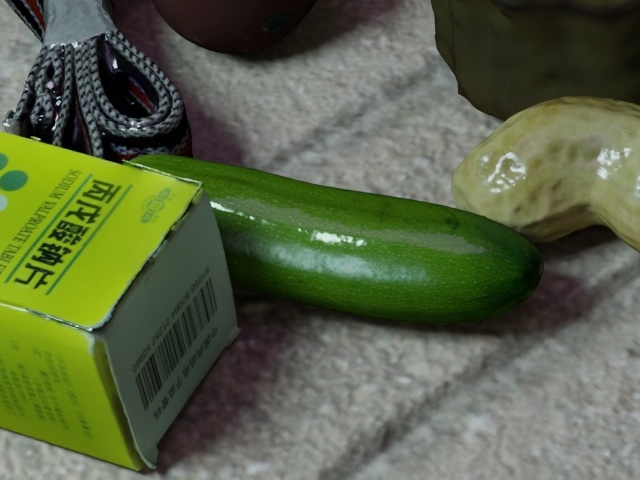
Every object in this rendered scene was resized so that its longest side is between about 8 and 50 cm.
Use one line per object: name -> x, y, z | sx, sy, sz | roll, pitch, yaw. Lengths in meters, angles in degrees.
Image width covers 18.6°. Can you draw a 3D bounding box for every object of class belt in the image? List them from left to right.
belt -> -0.177, -0.148, 1.450 | 0.126, 0.094, 0.359 | -12, 47, -5

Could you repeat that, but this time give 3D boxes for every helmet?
helmet -> -0.076, -0.201, 1.463 | 0.155, 0.106, 0.175 | 0, 35, -42

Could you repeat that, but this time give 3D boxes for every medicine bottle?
medicine bottle -> -0.193, 0.030, 1.252 | 0.250, 0.141, 0.137 | 15, 48, 24

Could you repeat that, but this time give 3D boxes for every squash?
squash -> 0.001, 0.002, 1.269 | 0.292, 0.082, 0.082 | 11, 50, 16

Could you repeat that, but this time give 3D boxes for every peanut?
peanut -> 0.198, -0.040, 1.262 | 0.229, 0.098, 0.103 | 6, 17, 21

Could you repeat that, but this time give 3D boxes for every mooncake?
mooncake -> 0.224, -0.226, 1.373 | 0.324, 0.187, 0.324 | -6, 48, 7
